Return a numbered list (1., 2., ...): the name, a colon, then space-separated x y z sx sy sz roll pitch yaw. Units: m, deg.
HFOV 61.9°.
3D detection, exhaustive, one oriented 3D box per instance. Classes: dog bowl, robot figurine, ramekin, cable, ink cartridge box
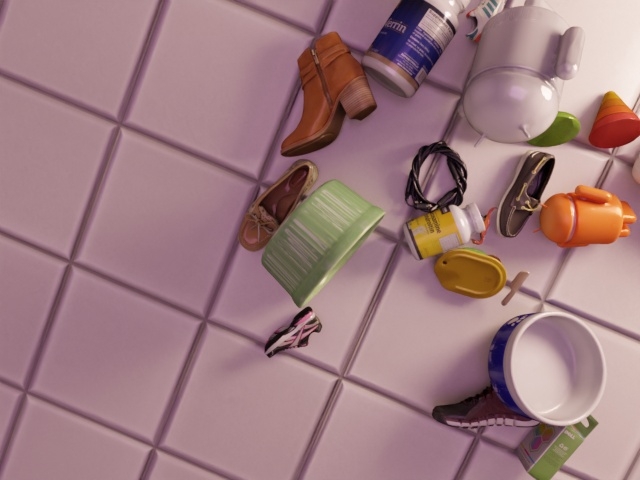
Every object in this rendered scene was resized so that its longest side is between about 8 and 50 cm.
1. dog bowl: 0.550 0.308 1.301 0.264 0.104 0.265 3 80 -14
2. robot figurine: 0.432 -0.364 1.178 0.199 0.300 0.354 28 69 -25
3. ramekin: 0.000 0.000 1.260 0.148 0.303 0.303 42 97 6
4. cable: 0.298 -0.158 1.342 0.150 0.047 0.185 13 97 2
5. robot figurine: 0.633 -0.055 1.290 0.219 0.158 0.128 0 80 4
6. ink cartridge box: 0.598 0.505 1.365 0.062 0.109 0.209 36 98 -2

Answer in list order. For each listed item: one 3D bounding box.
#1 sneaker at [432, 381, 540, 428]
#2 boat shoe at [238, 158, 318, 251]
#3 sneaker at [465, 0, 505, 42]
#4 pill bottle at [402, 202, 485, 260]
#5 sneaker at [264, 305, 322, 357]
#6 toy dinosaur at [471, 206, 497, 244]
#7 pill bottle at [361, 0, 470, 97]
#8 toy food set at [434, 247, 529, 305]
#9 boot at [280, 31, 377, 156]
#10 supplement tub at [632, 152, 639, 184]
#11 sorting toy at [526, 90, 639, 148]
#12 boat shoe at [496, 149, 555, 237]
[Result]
1. sneaker: 0.427 0.390 1.378 0.281 0.106 0.163 1 90 -5
2. boat shoe: -0.116 -0.091 1.355 0.104 0.089 0.285 36 98 -1
3. sneaker: 0.396 -0.558 1.284 0.075 0.057 0.161 11 100 -3
4. pill bottle: 0.305 -0.027 1.320 0.184 0.103 0.103 -22 95 12
5. sneaker: -0.070 0.259 1.405 0.178 0.072 0.077 -39 103 13
6. toy dinosaur: 0.403 -0.032 1.337 0.047 0.090 0.082 16 53 -8
7. pill bottle: 0.227 -0.486 1.257 0.153 0.153 0.265 34 97 0
8. toy food set: 0.399 0.077 1.358 0.217 0.071 0.128 18 121 4
9. boot: -0.019 -0.354 1.315 0.283 0.109 0.220 -31 79 30
10. supplement tub: 0.895 -0.139 1.231 0.272 0.191 0.191 36 97 0
11. sorting toy: 0.581 -0.310 1.296 0.365 0.127 0.126 2 67 6
12. boat shoe: 0.504 -0.109 1.310 0.081 0.068 0.228 14 99 -30
